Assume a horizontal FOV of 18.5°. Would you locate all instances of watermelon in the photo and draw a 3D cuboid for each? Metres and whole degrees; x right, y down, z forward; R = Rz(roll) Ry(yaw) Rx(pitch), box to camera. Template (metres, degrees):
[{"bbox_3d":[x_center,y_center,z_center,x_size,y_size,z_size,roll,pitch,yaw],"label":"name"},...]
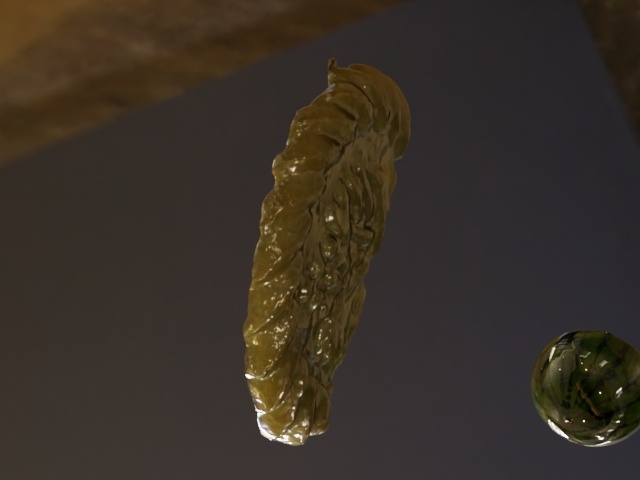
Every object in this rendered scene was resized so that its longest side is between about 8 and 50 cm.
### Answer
[{"bbox_3d":[0.221,0.130,1.629,0.105,0.062,0.105,12,125,18],"label":"watermelon"}]

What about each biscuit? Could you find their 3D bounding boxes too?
[{"bbox_3d":[0.000,0.000,1.342,0.036,0.187,0.273,12,79,22],"label":"biscuit"}]
